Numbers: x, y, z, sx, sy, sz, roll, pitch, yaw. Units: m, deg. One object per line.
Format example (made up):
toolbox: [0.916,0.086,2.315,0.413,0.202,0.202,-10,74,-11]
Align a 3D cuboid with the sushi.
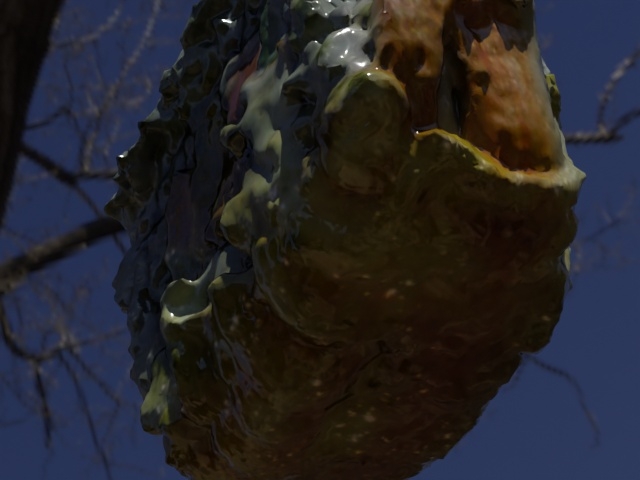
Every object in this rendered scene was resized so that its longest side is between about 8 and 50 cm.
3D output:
sushi: [0.000,0.000,0.655,0.139,0.184,0.274,11,-49,-26]
